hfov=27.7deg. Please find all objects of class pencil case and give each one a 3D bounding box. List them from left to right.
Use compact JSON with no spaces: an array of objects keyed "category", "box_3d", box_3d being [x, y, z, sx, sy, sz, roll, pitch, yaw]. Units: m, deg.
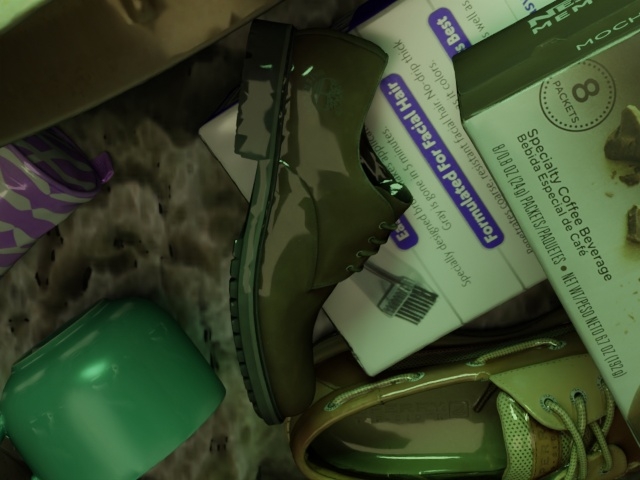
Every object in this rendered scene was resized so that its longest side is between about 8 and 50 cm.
[{"category":"pencil case","box_3d":[-0.231,0.007,0.843,0.206,0.086,0.088,-44,133,21]}]

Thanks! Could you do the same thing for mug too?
[{"category":"mug","box_3d":[-0.147,0.103,0.826,0.129,0.158,0.097,-29,99,41]}]

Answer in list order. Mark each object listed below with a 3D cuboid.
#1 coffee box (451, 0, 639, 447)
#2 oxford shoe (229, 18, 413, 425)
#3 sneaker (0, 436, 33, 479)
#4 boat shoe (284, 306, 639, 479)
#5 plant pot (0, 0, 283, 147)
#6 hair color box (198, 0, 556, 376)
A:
[{"category":"coffee box","box_3d":[0.207,0.007,0.657,0.168,0.119,0.297,-26,108,13]},{"category":"oxford shoe","box_3d":[0.000,0.000,0.699,0.096,0.083,0.227,6,112,0]},{"category":"sneaker","box_3d":[-0.211,0.210,0.867,0.281,0.162,0.106,28,110,-3]},{"category":"boat shoe","box_3d":[0.134,0.114,0.812,0.324,0.120,0.122,-8,108,10]},{"category":"plant pot","box_3d":[-0.151,-0.242,0.645,0.334,0.334,0.305,-28,92,16]},{"category":"hair color box","box_3d":[0.122,-0.088,0.751,0.339,0.110,0.185,-31,104,14]}]
